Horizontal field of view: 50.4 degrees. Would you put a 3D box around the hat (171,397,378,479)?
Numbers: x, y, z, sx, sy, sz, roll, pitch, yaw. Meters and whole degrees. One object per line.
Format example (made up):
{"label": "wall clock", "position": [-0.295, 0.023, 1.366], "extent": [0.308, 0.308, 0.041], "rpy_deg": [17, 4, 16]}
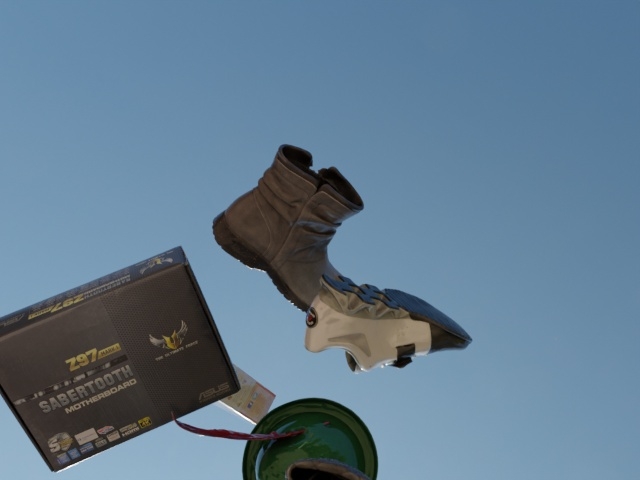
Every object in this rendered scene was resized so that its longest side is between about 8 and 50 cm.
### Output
{"label": "hat", "position": [-0.038, 0.273, 0.818], "extent": [0.208, 0.183, 0.173], "rpy_deg": [-15, -109, 3]}

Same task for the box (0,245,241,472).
{"label": "box", "position": [-0.228, 0.133, 0.760], "extent": [0.232, 0.059, 0.183], "rpy_deg": [-22, -64, -10]}

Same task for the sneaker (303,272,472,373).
{"label": "sneaker", "position": [0.111, 0.164, 1.177], "extent": [0.146, 0.330, 0.122], "rpy_deg": [-66, -152, 13]}

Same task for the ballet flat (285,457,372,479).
{"label": "ballet flat", "position": [0.047, 0.180, 0.394], "extent": [0.173, 0.049, 0.058], "rpy_deg": [17, -106, 36]}

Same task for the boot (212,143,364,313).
{"label": "boot", "position": [0.000, 0.000, 1.190], "extent": [0.222, 0.338, 0.118], "rpy_deg": [-40, -147, 25]}

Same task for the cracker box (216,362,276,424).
{"label": "cracker box", "position": [-0.196, 0.225, 1.145], "extent": [0.155, 0.232, 0.067], "rpy_deg": [15, -112, 33]}
